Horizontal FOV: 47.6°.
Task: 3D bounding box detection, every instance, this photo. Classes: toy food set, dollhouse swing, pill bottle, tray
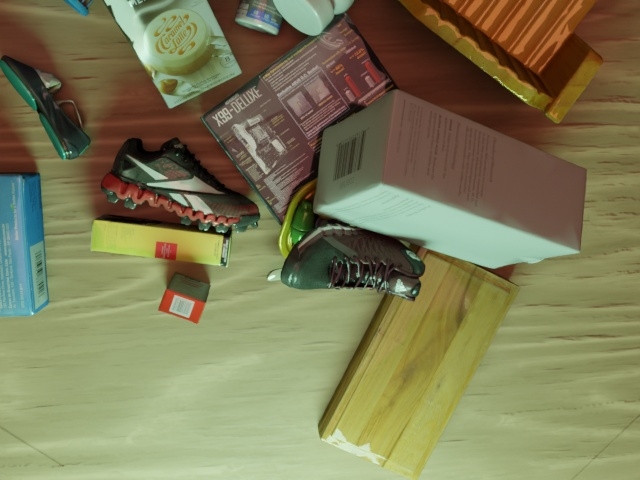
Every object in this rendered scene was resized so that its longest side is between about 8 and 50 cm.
[{"bbox_3d":[0.000,0.000,1.242,0.128,0.071,0.217,2,124,-30],"label":"toy food set"},{"bbox_3d":[0.332,-0.435,1.156,0.347,0.315,0.305,36,114,-8],"label":"dollhouse swing"},{"bbox_3d":[-0.088,-0.422,1.217,0.078,0.078,0.137,17,97,-7],"label":"pill bottle"},{"bbox_3d":[0.178,0.219,1.341,0.203,0.076,0.410,26,95,-8],"label":"tray"},{"bbox_3d":[0.027,-0.447,1.175,0.121,0.121,0.221,40,77,-9],"label":"pill bottle"}]

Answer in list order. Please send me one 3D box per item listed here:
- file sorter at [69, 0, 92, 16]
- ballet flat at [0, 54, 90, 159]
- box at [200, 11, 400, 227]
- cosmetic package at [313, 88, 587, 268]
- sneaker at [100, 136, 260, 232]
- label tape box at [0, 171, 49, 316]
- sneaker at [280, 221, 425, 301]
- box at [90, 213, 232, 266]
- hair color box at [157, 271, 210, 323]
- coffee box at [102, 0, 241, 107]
[{"bbox_3d":[-0.409,-0.446,1.141,0.118,0.170,0.104,35,92,-9],"label":"file sorter"},{"bbox_3d":[-0.458,-0.232,1.226,0.074,0.074,0.203,-33,94,1],"label":"ballet flat"},{"bbox_3d":[-0.014,-0.204,1.257,0.307,0.076,0.242,-37,100,1],"label":"box"},{"bbox_3d":[0.209,-0.080,1.161,0.385,0.217,0.156,16,74,-27],"label":"cosmetic package"},{"bbox_3d":[-0.228,-0.100,1.244,0.276,0.097,0.135,17,99,-6],"label":"sneaker"},{"bbox_3d":[-0.647,0.006,1.221,0.334,0.106,0.240,-1,99,-4],"label":"label tape box"},{"bbox_3d":[0.078,0.046,1.177,0.163,0.281,0.106,35,122,30],"label":"sneaker"},{"bbox_3d":[-0.272,-0.001,1.262,0.233,0.087,0.058,8,98,-7],"label":"box"},{"bbox_3d":[-0.233,0.098,1.252,0.072,0.141,0.043,20,97,-7],"label":"hair color box"},{"bbox_3d":[-0.240,-0.346,1.136,0.141,0.098,0.246,-28,144,0],"label":"coffee box"}]
